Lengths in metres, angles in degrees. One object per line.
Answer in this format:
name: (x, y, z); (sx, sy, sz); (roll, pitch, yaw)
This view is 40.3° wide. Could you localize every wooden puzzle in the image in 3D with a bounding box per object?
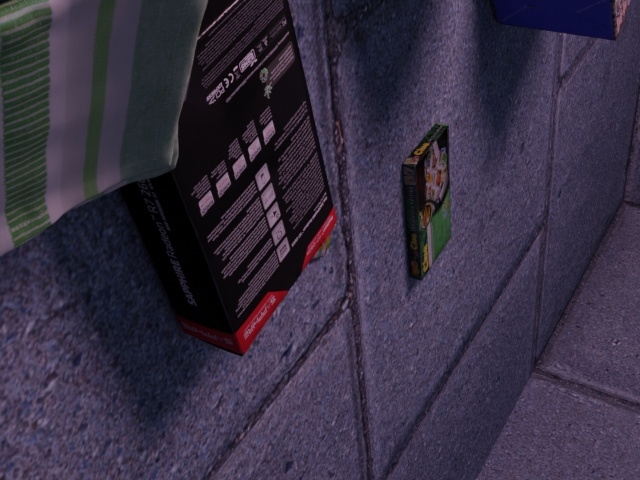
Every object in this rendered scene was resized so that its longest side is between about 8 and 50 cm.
wooden puzzle: (0.000, 0.000, 1.249); (0.083, 0.006, 0.049); (-13, 116, -60)

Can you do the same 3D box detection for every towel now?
towel: (-0.217, -0.054, 0.580); (0.325, 0.038, 0.248); (-33, 163, -32)

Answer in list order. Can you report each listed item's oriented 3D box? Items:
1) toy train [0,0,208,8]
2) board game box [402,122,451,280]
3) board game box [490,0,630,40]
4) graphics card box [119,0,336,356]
toy train: (-0.200, -0.233, 0.609); (0.334, 0.142, 0.190); (-29, 119, -55)
board game box: (0.194, -0.066, 1.559); (0.136, 0.030, 0.259); (-52, 146, -40)
board game box: (0.463, -0.538, 1.583); (0.291, 0.232, 0.141); (-67, 153, -12)
graphics card box: (-0.098, -0.082, 0.922); (0.233, 0.094, 0.371); (-54, 148, -32)
